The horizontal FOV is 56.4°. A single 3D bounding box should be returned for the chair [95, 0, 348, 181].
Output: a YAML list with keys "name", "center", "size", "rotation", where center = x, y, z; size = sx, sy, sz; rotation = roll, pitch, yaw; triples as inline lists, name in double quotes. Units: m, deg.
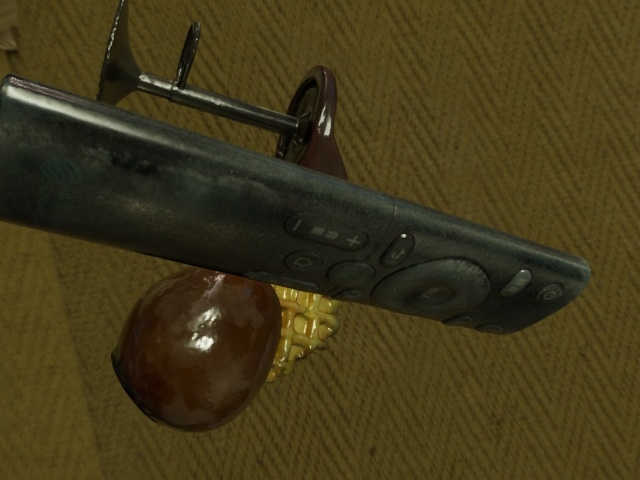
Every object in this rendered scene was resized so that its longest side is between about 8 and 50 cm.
- name: "chair"
  center: [-0.134, -0.201, 0.936]
  size: [0.400, 0.226, 0.227]
  rotation: [15, 89, -20]

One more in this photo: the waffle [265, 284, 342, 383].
- name: "waffle"
  center: [-0.084, 0.049, 0.833]
  size: [0.281, 0.058, 0.301]
  rotation: [-3, 80, -45]

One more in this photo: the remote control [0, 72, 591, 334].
- name: "remote control"
  center: [0.000, 0.000, 0.378]
  size: [0.377, 0.107, 0.044]
  rotation: [16, 57, -24]

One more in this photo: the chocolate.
- name: "chocolate"
  center: [-0.109, 0.100, 0.587]
  size: [0.176, 0.177, 0.177]
  rotation: [0, 89, -3]
